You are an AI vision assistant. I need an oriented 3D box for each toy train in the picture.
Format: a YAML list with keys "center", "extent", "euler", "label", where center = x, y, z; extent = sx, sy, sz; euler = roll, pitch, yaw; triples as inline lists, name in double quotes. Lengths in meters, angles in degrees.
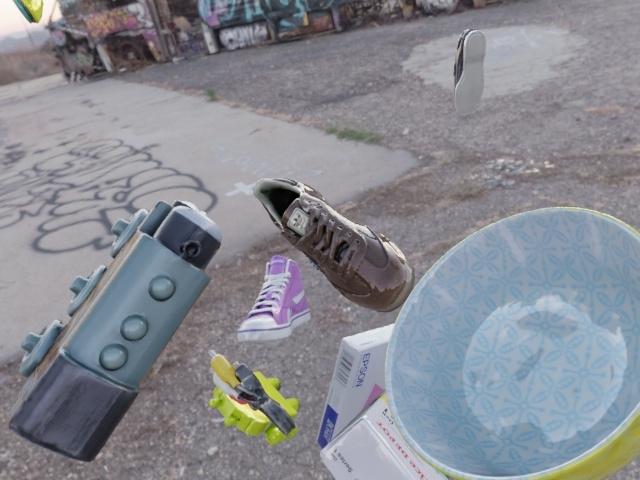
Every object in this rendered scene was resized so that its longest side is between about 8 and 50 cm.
- center: [-0.238, 0.095, 0.623]
  extent: [0.334, 0.142, 0.190]
  euler: [-56, 25, -11]
  label: "toy train"

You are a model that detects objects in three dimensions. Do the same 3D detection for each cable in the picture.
- center: [-0.128, 0.306, 0.957]
  extent: [0.072, 0.140, 0.287]
  euler: [-31, 27, -19]
  label: "cable"

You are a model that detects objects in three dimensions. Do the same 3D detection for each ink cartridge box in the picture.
- center: [0.160, 0.373, 1.355]
  extent: [0.329, 0.325, 0.071]
  euler: [-6, 28, -38]
  label: "ink cartridge box"
- center: [0.149, 0.391, 0.949]
  extent: [0.117, 0.201, 0.278]
  euler: [-47, -16, 19]
  label: "ink cartridge box"

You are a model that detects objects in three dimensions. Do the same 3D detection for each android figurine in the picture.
- center: [-0.169, 0.419, 1.325]
  extent: [0.248, 0.056, 0.272]
  euler: [39, 14, 27]
  label: "android figurine"

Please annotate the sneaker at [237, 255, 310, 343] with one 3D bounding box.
- center: [-0.105, 0.117, 1.068]
  extent: [0.102, 0.161, 0.282]
  euler: [-7, 3, 14]
  label: "sneaker"

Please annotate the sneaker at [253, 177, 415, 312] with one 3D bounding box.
- center: [0.000, 0.000, 0.457]
  extent: [0.071, 0.066, 0.188]
  euler: [19, 14, -43]
  label: "sneaker"

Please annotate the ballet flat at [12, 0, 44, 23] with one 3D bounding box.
- center: [-0.543, -0.471, 0.918]
  extent: [0.077, 0.077, 0.231]
  euler: [-39, 65, -16]
  label: "ballet flat"

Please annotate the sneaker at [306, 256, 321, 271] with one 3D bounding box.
- center: [0.069, 0.053, 1.183]
  extent: [0.237, 0.086, 0.085]
  euler: [25, 25, 29]
  label: "sneaker"

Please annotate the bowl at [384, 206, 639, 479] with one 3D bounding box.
- center: [0.225, 0.126, 0.523]
  extent: [0.289, 0.156, 0.290]
  euler: [-37, 29, 24]
  label: "bowl"

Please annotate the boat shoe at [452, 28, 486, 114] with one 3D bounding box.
- center: [0.226, -0.260, 0.795]
  extent: [0.046, 0.125, 0.038]
  euler: [-8, 28, -8]
  label: "boat shoe"
